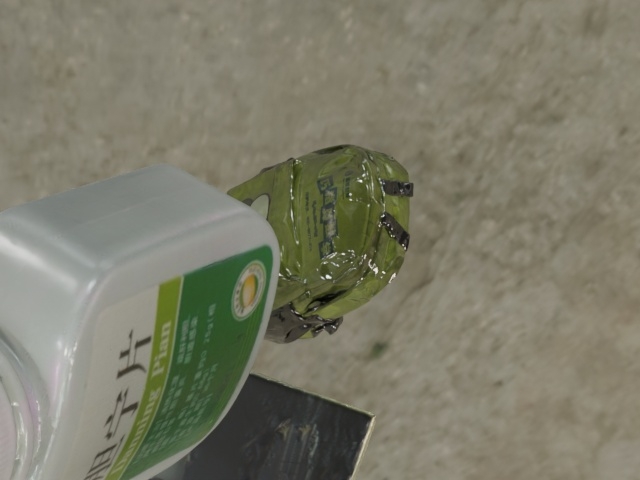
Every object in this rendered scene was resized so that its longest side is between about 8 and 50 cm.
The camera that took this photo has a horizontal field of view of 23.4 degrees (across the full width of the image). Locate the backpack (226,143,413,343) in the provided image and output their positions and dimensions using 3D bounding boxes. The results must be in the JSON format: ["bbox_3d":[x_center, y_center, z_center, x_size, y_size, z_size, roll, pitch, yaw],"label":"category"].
[{"bbox_3d":[0.000,0.000,1.700,0.140,0.253,0.207,19,62,-37],"label":"backpack"}]

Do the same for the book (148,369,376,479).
[{"bbox_3d":[-0.168,0.211,1.339,0.374,0.028,0.262,20,87,5],"label":"book"}]

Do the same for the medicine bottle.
[{"bbox_3d":[-0.090,0.043,0.527,0.069,0.183,0.119,31,114,20],"label":"medicine bottle"}]
